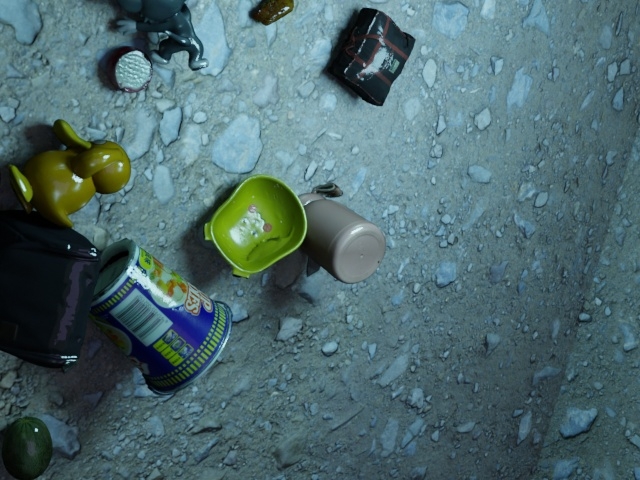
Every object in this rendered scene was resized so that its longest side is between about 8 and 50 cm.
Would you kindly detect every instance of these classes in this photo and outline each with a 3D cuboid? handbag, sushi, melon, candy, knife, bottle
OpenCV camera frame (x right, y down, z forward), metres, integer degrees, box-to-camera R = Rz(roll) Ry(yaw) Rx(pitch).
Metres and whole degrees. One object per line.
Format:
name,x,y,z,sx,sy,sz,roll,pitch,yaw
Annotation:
handbag,-0.615,0.109,1.601,0.177,0.275,0.302,5,105,-49
sushi,-0.111,-0.567,1.848,0.118,0.061,0.060,-34,93,-24
melon,-0.698,0.501,1.811,0.114,0.114,0.168,-4,108,-36
handbag,0.134,-0.487,2.004,0.169,0.155,0.215,25,94,-34
candy,-0.425,-0.381,1.695,0.103,0.043,0.103,-15,117,-33
knife,0.000,0.000,2.199,0.060,0.028,0.231,10,105,-27
bottle,0.036,-0.032,2.030,0.206,0.297,0.173,-52,131,-2

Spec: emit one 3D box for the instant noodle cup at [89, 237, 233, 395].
instant noodle cup,-0.412,0.168,1.813,0.284,0.284,0.312,-48,122,-11

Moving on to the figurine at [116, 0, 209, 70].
figurine,-0.345,-0.484,1.644,0.193,0.140,0.265,-27,94,-13

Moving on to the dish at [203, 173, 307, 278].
dish,-0.173,-0.034,1.969,0.262,0.108,0.221,-41,97,-16

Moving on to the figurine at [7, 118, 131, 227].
figurine,-0.532,-0.139,1.620,0.228,0.215,0.215,-54,132,-21
